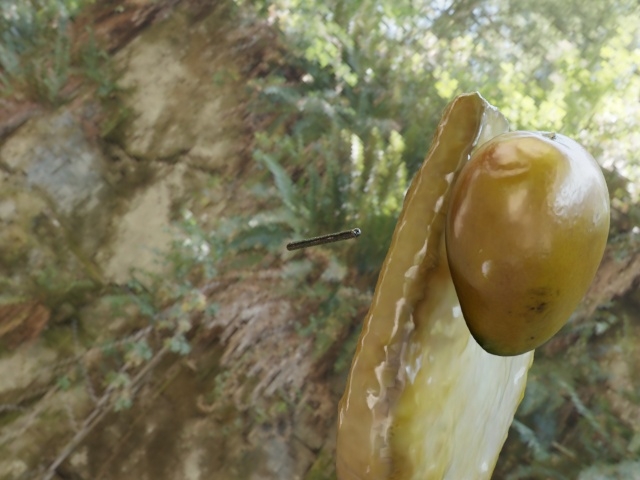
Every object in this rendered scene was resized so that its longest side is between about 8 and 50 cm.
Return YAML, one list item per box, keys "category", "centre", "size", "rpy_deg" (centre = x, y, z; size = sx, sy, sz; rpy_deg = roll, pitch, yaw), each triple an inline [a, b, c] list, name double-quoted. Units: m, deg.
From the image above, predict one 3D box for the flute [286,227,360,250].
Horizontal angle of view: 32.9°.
- category: "flute"
  centre: [0.000, 0.000, 1.467]
  size: [0.014, 0.014, 0.269]
  rpy_deg: [49, -18, -11]

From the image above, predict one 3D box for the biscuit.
- category: "biscuit"
  centre: [0.141, 0.121, 1.154]
  size: [0.104, 0.446, 0.429]
  rpy_deg: [16, -8, 26]

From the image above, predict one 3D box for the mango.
- category: "mango"
  centre: [0.173, 0.003, 0.909]
  size: [0.120, 0.151, 0.221]
  rpy_deg: [31, -26, 32]
